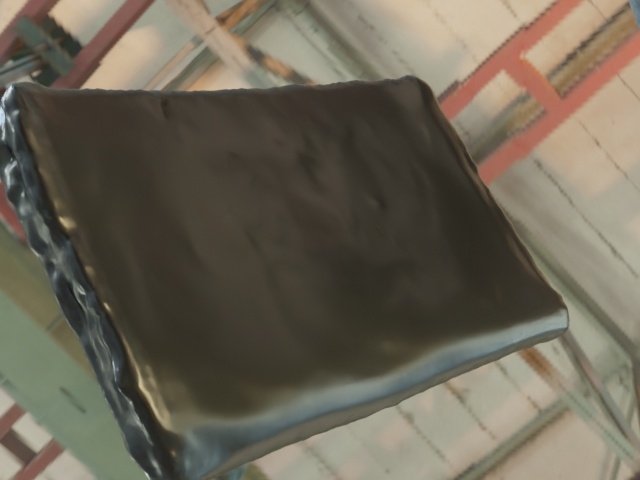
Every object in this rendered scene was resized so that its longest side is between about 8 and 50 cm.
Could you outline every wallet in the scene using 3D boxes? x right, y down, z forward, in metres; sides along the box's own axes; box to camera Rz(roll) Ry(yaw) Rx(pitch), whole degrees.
[{"bbox_3d":[0.000,0.000,0.514,0.030,0.285,0.146,-32,-102,35],"label":"wallet"}]

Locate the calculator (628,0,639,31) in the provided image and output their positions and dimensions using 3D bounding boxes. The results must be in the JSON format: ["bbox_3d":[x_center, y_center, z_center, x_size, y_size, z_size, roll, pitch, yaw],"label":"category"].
[{"bbox_3d":[0.259,-0.206,0.764,0.177,0.040,0.268,-5,-111,-3],"label":"calculator"}]
